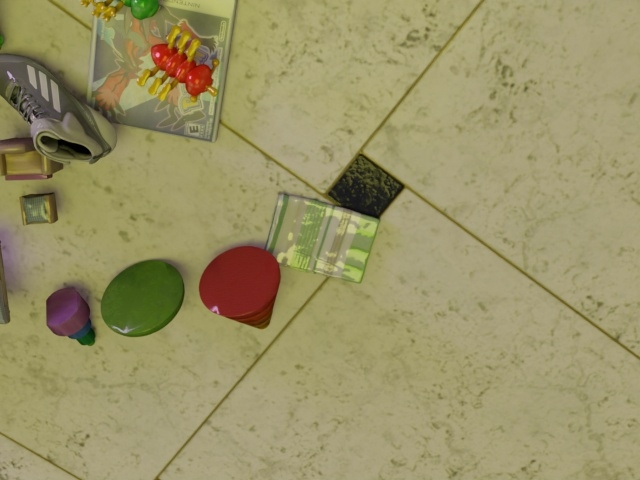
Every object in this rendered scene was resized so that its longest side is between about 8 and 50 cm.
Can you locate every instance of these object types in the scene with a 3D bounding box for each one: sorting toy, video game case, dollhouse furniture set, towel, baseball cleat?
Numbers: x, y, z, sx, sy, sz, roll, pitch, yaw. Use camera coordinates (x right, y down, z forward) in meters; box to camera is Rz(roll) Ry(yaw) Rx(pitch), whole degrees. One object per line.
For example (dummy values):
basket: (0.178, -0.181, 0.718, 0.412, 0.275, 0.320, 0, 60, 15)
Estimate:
sorting toy: (-0.220, 0.110, 1.297, 0.365, 0.127, 0.126, -9, 141, 11)
video game case: (-0.215, -0.242, 1.166, 0.183, 0.023, 0.201, 11, 114, -2)
dollhouse furniture set: (-0.502, 0.021, 1.165, 0.286, 0.198, 0.303, -1, 101, 3)
towel: (0.000, 0.000, 1.266, 0.152, 0.023, 0.113, 14, 115, -4)
baseball cleat: (-0.365, -0.173, 1.139, 0.206, 0.109, 0.072, 31, 121, 2)

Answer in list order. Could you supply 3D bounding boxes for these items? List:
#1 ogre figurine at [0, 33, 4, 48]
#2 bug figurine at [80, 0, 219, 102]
ogre figurine: (-0.501, -0.314, 1.099, 0.197, 0.097, 0.118, 38, 146, -1)
bug figurine: (-0.157, -0.321, 1.083, 0.216, 0.072, 0.279, 38, 101, 0)
